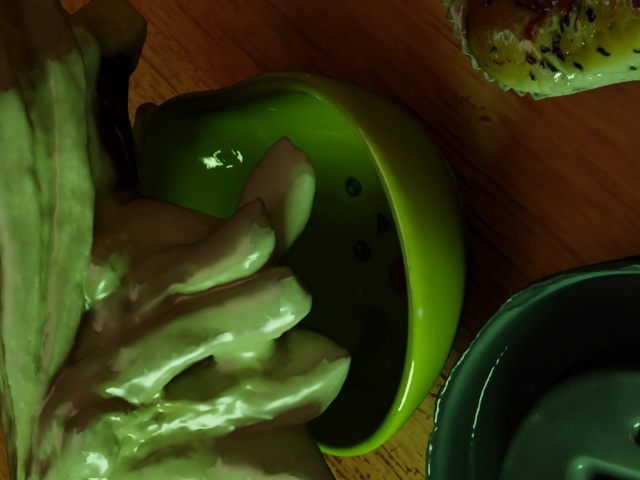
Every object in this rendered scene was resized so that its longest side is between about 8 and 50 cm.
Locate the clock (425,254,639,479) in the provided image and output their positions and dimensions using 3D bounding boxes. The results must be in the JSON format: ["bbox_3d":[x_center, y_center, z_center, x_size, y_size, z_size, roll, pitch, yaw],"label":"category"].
[{"bbox_3d":[0.188,0.163,0.627,0.325,0.067,0.325,19,116,45],"label":"clock"}]

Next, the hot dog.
[{"bbox_3d":[0.150,-0.147,0.565,0.268,0.075,0.144,-15,93,54],"label":"hot dog"}]

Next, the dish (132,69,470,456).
[{"bbox_3d":[0.000,0.000,0.766,0.262,0.108,0.221,10,111,49],"label":"dish"}]

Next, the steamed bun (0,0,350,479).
[{"bbox_3d":[-0.092,0.069,0.705,0.247,0.189,0.427,-124,31,-68],"label":"steamed bun"}]
